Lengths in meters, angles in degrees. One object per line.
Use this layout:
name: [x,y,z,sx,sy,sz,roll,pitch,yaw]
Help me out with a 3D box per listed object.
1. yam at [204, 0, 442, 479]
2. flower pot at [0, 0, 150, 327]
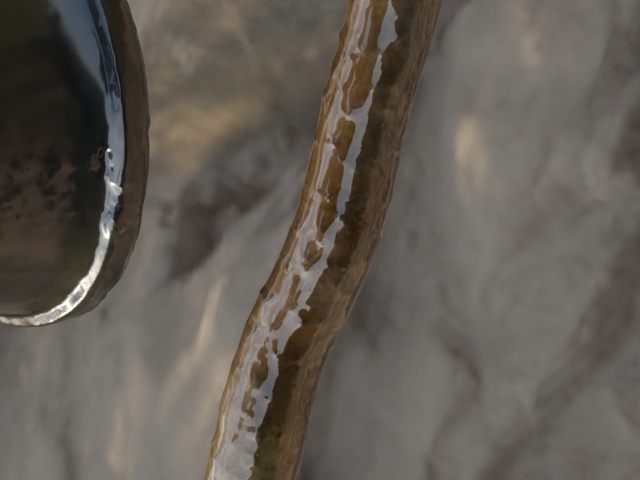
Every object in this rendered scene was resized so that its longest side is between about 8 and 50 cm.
yam: [0.000,0.000,0.692,0.045,0.045,0.326,49,131,50]
flower pot: [-0.314,-0.078,1.024,0.379,0.251,0.379,23,124,38]
